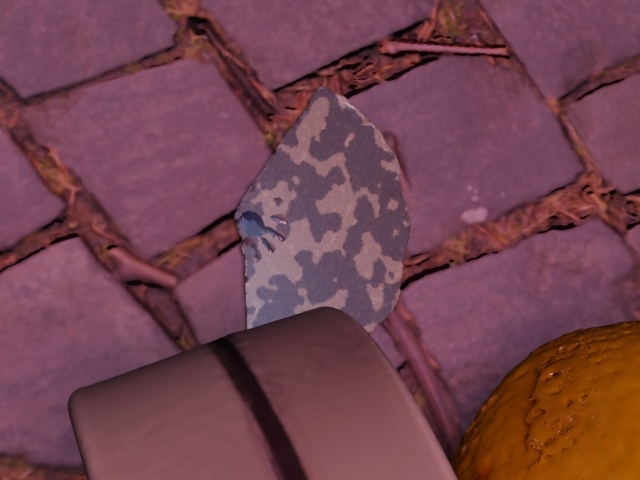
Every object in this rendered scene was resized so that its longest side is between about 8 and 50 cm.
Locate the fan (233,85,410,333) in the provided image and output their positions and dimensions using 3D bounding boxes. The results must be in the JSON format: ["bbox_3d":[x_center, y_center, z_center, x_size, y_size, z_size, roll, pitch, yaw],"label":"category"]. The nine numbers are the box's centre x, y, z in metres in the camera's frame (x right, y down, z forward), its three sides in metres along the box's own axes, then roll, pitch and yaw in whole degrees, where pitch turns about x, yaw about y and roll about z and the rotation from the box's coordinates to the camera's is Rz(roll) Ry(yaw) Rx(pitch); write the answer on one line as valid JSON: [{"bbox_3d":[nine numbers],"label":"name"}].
[{"bbox_3d":[0.000,0.000,0.924,0.131,0.009,0.240,14,70,-5],"label":"fan"}]

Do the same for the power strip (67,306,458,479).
[{"bbox_3d":[-0.007,0.219,0.667,0.161,0.357,0.358,-17,75,-12],"label":"power strip"}]

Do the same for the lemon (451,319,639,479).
[{"bbox_3d":[0.193,0.189,0.754,0.258,0.258,0.310,33,46,3],"label":"lemon"}]
